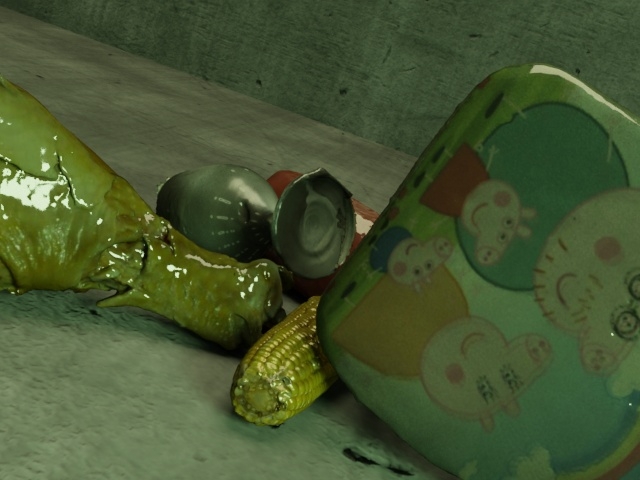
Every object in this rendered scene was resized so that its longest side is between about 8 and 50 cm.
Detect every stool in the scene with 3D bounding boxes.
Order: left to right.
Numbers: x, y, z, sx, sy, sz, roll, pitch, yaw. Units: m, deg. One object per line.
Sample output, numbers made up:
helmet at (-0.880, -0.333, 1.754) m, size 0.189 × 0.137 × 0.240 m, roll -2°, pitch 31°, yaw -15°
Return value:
stool at (0.199, 0.045, 0.712) m, size 0.310 × 0.310 × 0.226 m, roll 40°, pitch 15°, yaw 7°

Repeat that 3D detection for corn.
corn at (-0.014, 0.105, 0.746) m, size 0.080 × 0.080 × 0.231 m, roll 22°, pitch 15°, yaw 12°

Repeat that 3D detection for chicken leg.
chicken leg at (-0.203, -0.012, 0.748) m, size 0.429 × 0.201 × 0.153 m, roll 29°, pitch 13°, yaw -18°

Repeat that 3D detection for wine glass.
wine glass at (-0.083, -0.025, 0.929) m, size 0.126 × 0.127 × 0.241 m, roll 5°, pitch 1°, yaw -43°

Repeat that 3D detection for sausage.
sausage at (0.000, 0.000, 1.036) m, size 0.254 × 0.148 × 0.148 m, roll 26°, pitch 16°, yaw 29°
